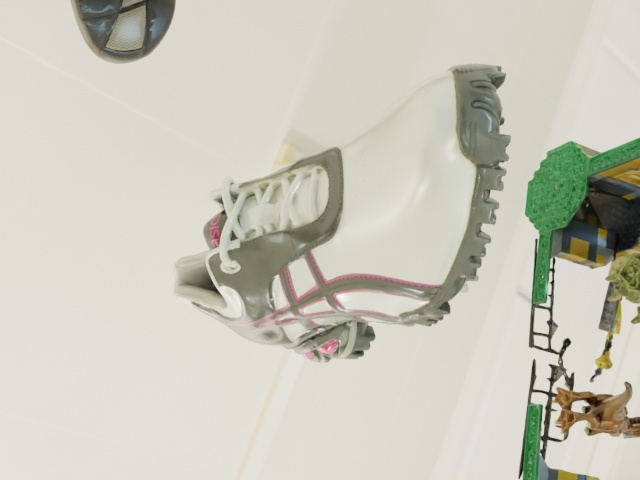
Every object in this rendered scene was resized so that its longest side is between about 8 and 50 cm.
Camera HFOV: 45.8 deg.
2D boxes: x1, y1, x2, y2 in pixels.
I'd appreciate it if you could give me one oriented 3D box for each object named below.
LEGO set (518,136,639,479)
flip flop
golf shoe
[{"bbox_3d":[0.249,0.077,0.425,0.192,0.331,0.255,16,154,-20],"label":"LEGO set"},{"bbox_3d":[-0.235,-0.300,0.801,0.112,0.277,0.080,-12,160,-35],"label":"flip flop"},{"bbox_3d":[0.000,0.000,0.411,0.120,0.105,0.273,12,150,-18],"label":"golf shoe"}]
